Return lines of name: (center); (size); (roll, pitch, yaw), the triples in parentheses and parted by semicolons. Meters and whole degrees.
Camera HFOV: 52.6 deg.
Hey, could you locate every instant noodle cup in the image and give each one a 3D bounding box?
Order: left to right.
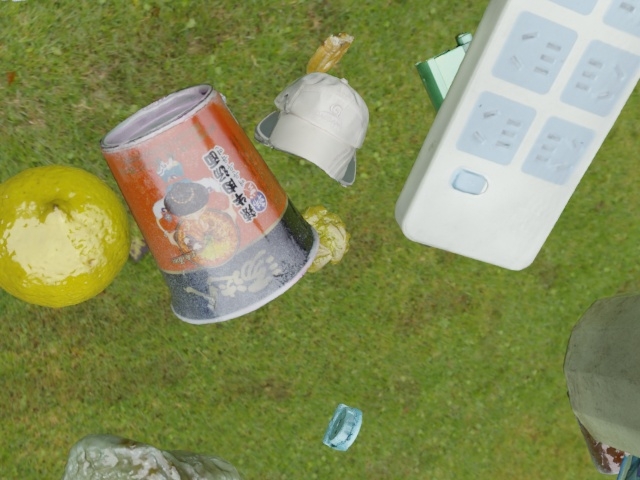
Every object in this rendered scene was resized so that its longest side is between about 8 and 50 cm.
instant noodle cup: (-0.082, -0.031, 0.459); (0.127, 0.127, 0.135); (-36, 119, -19)

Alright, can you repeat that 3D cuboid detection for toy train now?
toy train: (0.390, -0.387, 1.705); (0.202, 0.120, 0.300); (-26, 101, -3)

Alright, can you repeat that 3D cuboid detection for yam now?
yam: (0.460, 0.298, 1.056); (0.079, 0.079, 0.141); (-23, 92, -25)

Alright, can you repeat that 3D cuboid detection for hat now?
hat: (-0.003, -0.234, 1.313); (0.232, 0.275, 0.161); (25, 133, -5)

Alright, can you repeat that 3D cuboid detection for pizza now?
pizza: (0.035, -0.561, 1.902); (0.161, 0.182, 0.062); (-35, 87, -17)

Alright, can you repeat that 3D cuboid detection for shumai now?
shumai: (-0.264, 0.430, 1.109); (0.263, 0.309, 0.303); (-18, 89, -60)

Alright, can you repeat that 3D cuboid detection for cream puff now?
cream puff: (0.000, -0.005, 1.943); (0.221, 0.195, 0.194); (-42, 121, -36)

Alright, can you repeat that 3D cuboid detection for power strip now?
power strip: (0.106, -0.071, 0.327); (0.082, 0.035, 0.192); (16, 115, -16)

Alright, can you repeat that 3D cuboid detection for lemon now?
lemon: (-0.453, -0.007, 1.111); (0.268, 0.267, 0.267); (-8, 105, -30)

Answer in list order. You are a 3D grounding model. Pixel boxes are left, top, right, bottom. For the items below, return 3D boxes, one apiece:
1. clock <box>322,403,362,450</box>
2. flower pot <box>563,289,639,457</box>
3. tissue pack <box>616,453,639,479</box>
clock: (0.060, 0.449, 1.553); (0.045, 0.147, 0.108); (29, 71, -10)
flower pot: (0.322, 0.111, 0.503); (0.213, 0.203, 0.212); (2, 84, -19)
tissue pack: (0.454, 0.411, 0.801); (0.263, 0.198, 0.146); (-51, 162, -30)
